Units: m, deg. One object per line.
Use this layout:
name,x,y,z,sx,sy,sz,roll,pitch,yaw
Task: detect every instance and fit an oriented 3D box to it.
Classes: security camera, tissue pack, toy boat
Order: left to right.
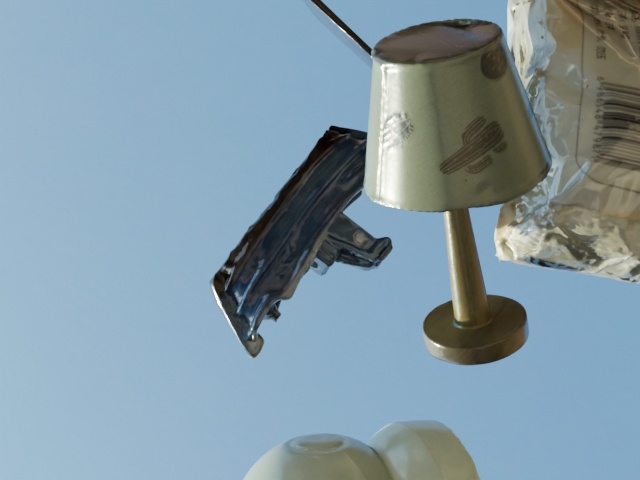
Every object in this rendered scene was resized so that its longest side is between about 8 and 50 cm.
toy boat,0.000,0.000,1.273,0.142,0.129,0.309,36,-110,1
security camera,0.028,0.287,1.148,0.236,0.194,0.194,-8,-83,-21
tissue pack,0.385,-0.122,1.299,0.390,0.195,0.375,15,-117,-5

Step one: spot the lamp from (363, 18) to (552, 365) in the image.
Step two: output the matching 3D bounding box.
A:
lamp,0.090,-0.029,0.737,0.121,0.121,0.214,-21,-64,-17

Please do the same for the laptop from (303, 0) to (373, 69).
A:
laptop,0.042,-0.224,1.296,0.016,0.135,0.197,-46,-113,5
